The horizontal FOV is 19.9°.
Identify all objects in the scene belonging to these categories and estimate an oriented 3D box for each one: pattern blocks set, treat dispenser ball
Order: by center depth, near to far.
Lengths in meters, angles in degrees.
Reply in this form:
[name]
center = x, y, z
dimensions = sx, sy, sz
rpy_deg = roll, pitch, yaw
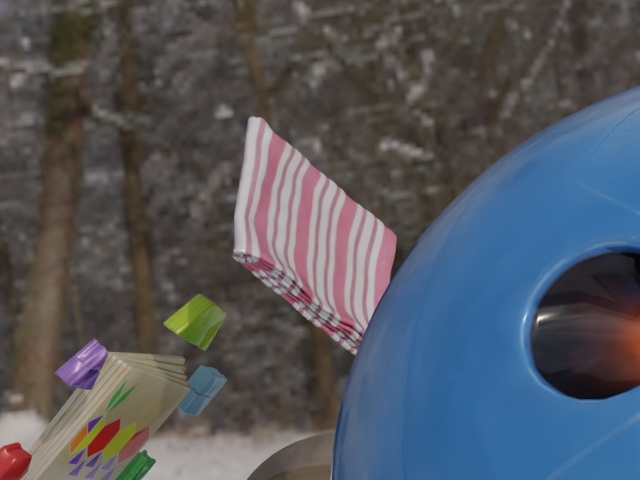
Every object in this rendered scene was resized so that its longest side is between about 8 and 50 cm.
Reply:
[treat dispenser ball]
center = 0.147, 0.086, 0.603
dimensions = 0.288, 0.288, 0.288
rpy_deg = -8, -9, -1
[pattern blocks set]
center = -0.186, 0.159, 1.564
dimensions = 0.285, 0.026, 0.325
rpy_deg = -47, -18, -7

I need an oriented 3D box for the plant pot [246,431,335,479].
[plant pot]
center = 0.020, 0.390, 1.748
dimensions = 0.323, 0.323, 0.280
rpy_deg = -13, 21, 24

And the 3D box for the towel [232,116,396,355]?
[towel]
center = 0.000, 0.000, 1.503
dimensions = 0.029, 0.144, 0.197
rpy_deg = -24, -45, 30
